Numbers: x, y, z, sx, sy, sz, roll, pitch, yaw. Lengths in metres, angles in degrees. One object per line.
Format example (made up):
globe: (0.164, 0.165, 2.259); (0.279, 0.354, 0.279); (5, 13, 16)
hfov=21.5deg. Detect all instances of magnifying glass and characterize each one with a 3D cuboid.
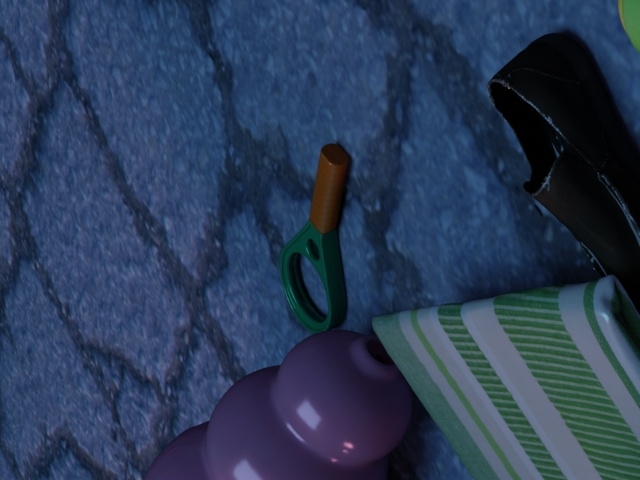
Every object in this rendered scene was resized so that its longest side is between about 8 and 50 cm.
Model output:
magnifying glass: (0.000, 0.000, 1.591); (0.092, 0.026, 0.231); (51, 151, 32)

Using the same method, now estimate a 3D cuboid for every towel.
towel: (0.184, 0.141, 1.273); (0.248, 0.038, 0.325); (55, 156, -8)

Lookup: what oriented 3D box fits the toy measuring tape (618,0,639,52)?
toy measuring tape: (0.224, -0.196, 0.918); (0.121, 0.121, 0.330); (39, 142, 45)

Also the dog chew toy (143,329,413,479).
dog chew toy: (-0.033, 0.213, 1.585); (0.206, 0.207, 0.332); (54, 124, 27)

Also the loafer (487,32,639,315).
loafer: (0.178, -0.034, 1.164); (0.220, 0.078, 0.080); (62, 153, 12)
